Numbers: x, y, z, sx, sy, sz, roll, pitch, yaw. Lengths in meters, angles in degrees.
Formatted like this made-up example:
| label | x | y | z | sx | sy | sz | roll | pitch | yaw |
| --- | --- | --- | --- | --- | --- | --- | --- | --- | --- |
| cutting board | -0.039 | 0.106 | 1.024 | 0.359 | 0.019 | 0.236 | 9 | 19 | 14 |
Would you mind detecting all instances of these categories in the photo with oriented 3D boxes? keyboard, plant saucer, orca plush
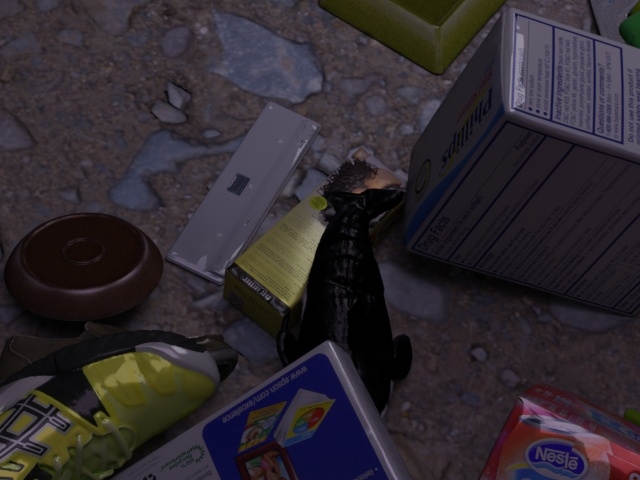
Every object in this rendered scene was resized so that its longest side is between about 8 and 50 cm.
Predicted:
| label | x | y | z | sx | sy | sz | roll | pitch | yaw |
| --- | --- | --- | --- | --- | --- | --- | --- | --- | --- |
| keyboard | -0.085 | -0.059 | 1.659 | 0.072 | 0.014 | 0.256 | 22 | 57 | 13 |
| plant saucer | -0.252 | 0.020 | 1.541 | 0.168 | 0.029 | 0.168 | 1 | 39 | -1 |
| orca plush | 0.051 | 0.071 | 1.497 | 0.151 | 0.102 | 0.287 | 24 | 65 | -15 |
| plant saucer | 0.124 | -0.323 | 1.837 | 0.188 | 0.045 | 0.188 | 32 | 59 | 14 |

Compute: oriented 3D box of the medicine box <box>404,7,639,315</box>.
| label | x | y | z | sx | sy | sz | roll | pitch | yaw |
| --- | --- | --- | --- | --- | --- | --- | --- | --- | --- |
| medicine box | 0.270 | -0.075 | 1.535 | 0.289 | 0.263 | 0.149 | 17 | 54 | -12 |

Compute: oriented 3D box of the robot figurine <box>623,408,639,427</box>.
| label | x | y | z | sx | sy | sz | roll | pitch | yaw |
| --- | --- | --- | --- | --- | --- | --- | --- | --- | --- |
| robot figurine | 0.305 | 0.223 | 1.493 | 0.115 | 0.067 | 0.101 | 34 | 88 | 14 |

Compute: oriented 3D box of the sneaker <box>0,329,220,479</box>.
| label | x | y | z | sx | sy | sz | roll | pitch | yaw |
| --- | --- | --- | --- | --- | --- | --- | --- | --- | --- |
| sneaker | -0.266 | 0.211 | 1.358 | 0.385 | 0.145 | 0.147 | -24 | 51 | -3 |

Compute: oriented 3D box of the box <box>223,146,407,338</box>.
| label | x | y | z | sx | sy | sz | roll | pitch | yaw |
| --- | --- | --- | --- | --- | --- | --- | --- | --- | --- |
| box | 0.000 | 0.000 | 1.602 | 0.087 | 0.058 | 0.232 | 37 | 60 | 15 |

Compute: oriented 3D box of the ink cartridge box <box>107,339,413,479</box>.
| label | x | y | z | sx | sy | sz | roll | pitch | yaw |
| --- | --- | --- | --- | --- | --- | --- | --- | --- | --- |
| ink cartridge box | -0.043 | 0.296 | 1.311 | 0.304 | 0.072 | 0.307 | -33 | 65 | 12 |

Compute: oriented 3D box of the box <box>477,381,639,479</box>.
| label | x | y | z | sx | sy | sz | roll | pitch | yaw |
| --- | --- | --- | --- | --- | --- | --- | --- | --- | --- |
| box | 0.223 | 0.228 | 1.321 | 0.142 | 0.300 | 0.154 | 25 | 92 | 12 |

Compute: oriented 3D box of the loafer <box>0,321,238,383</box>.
| label | x | y | z | sx | sy | sz | roll | pitch | yaw |
| --- | --- | --- | --- | --- | --- | --- | --- | --- | --- |
| loafer | -0.210 | 0.117 | 1.475 | 0.251 | 0.094 | 0.087 | -5 | 62 | -11 |

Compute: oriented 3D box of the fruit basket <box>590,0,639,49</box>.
| label | x | y | z | sx | sy | sz | roll | pitch | yaw |
| --- | --- | --- | --- | --- | --- | --- | --- | --- | --- |
| fruit basket | 0.488 | -0.319 | 1.772 | 0.327 | 0.165 | 0.353 | -29 | 42 | 26 |
